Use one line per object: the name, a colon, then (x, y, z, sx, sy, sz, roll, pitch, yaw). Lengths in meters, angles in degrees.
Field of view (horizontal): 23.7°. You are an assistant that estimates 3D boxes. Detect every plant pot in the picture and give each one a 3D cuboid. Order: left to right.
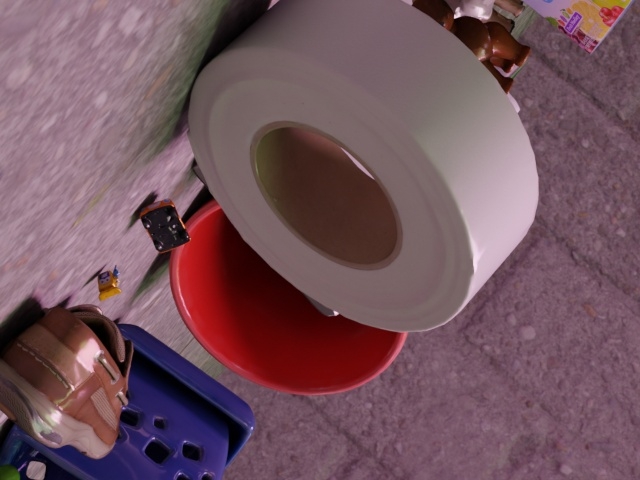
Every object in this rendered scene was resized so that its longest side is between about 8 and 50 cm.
plant pot: (-0.223, 0.248, 1.761, 0.212, 0.236, 0.236, -55, 179, -36)
plant pot: (0.000, 0.000, 1.729, 0.275, 0.275, 0.243, -53, -176, 37)

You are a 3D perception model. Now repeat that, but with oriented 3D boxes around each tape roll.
tape roll: (0.030, -0.063, 1.234, 0.100, 0.286, 0.286, -47, 175, -31)

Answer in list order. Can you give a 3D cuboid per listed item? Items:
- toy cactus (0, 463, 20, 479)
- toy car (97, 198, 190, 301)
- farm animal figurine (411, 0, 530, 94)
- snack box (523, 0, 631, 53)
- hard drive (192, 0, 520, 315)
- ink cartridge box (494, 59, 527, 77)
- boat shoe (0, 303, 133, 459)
toy cactus: (-0.391, 0.317, 1.587, 0.219, 0.112, 0.180, -39, 162, -19)
toy car: (-0.178, 0.000, 1.433, 0.122, 0.060, 0.040, -34, -136, 14)
farm animal figurine: (0.155, -0.303, 1.297, 0.330, 0.172, 0.326, -60, -176, 24)
snack box: (0.291, -0.343, 1.857, 0.070, 0.207, 0.174, -48, 174, -17)
hard drive: (0.043, -0.103, 1.536, 0.307, 0.203, 0.040, -47, -163, -20)
ink cartridge box: (0.153, -0.208, 2.008, 0.087, 0.153, 0.208, -45, 173, -33)
boat shoe: (-0.221, 0.125, 1.422, 0.116, 0.123, 0.324, -51, 177, -5)
